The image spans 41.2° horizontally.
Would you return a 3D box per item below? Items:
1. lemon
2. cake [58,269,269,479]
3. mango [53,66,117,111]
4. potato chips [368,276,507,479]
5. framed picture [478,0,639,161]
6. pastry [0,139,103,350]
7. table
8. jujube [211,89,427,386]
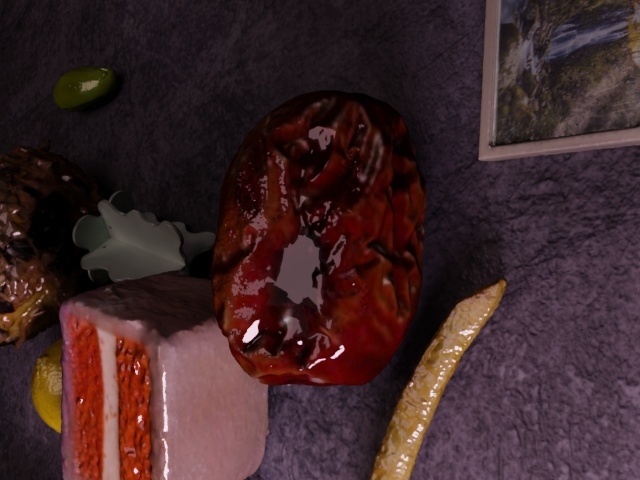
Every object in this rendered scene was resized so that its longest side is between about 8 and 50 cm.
[{"bbox_3d":[-0.390,0.239,1.418,0.178,0.203,0.178,-26,43,27],"label":"lemon"},{"bbox_3d":[-0.224,0.212,1.212,0.237,0.230,0.309,12,108,33],"label":"cake"},{"bbox_3d":[-0.473,-0.309,1.706,0.165,0.074,0.091,-15,68,37],"label":"mango"},{"bbox_3d":[0.128,0.222,1.074,0.080,0.057,0.407,25,95,28],"label":"potato chips"},{"bbox_3d":[0.312,-0.265,1.067,0.240,0.020,0.325,-2,78,39],"label":"framed picture"},{"bbox_3d":[-0.561,-0.004,1.573,0.337,0.292,0.405,-45,43,12],"label":"pastry"},{"bbox_3d":[-0.286,0.018,1.422,0.198,0.166,0.167,17,91,33],"label":"table"},{"bbox_3d":[-0.001,-0.001,1.102,0.276,0.276,0.377,-8,67,39],"label":"jujube"}]
